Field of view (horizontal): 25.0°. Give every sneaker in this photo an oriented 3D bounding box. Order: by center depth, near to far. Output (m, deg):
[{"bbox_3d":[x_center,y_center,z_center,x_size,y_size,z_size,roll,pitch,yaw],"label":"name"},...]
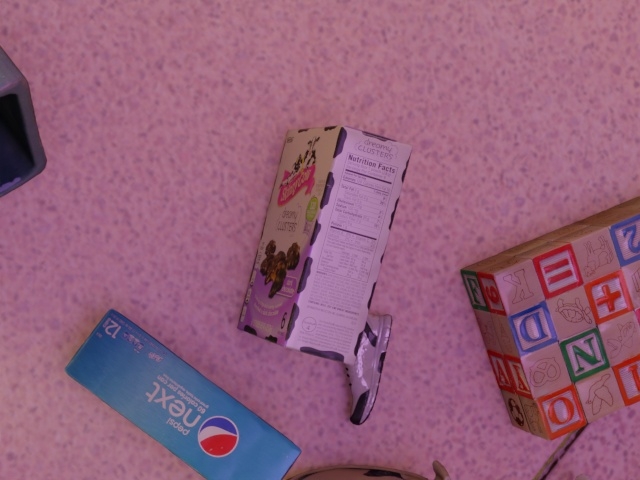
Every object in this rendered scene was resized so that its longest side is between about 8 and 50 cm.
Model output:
[{"bbox_3d":[0.038,0.121,1.373,0.044,0.040,0.109,11,86,0],"label":"sneaker"}]

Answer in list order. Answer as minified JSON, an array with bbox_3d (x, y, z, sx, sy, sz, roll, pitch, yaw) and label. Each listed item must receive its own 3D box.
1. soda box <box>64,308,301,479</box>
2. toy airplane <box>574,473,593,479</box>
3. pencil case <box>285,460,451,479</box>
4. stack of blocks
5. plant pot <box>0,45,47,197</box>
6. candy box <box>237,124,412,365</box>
[{"bbox_3d":[-0.120,0.151,1.278,0.210,0.067,0.071,36,82,5],"label":"soda box"},{"bbox_3d":[0.408,0.356,1.364,0.384,0.272,0.386,-21,66,-25],"label":"toy airplane"},{"bbox_3d":[0.035,0.408,1.316,0.183,0.160,0.410,2,92,-25],"label":"pencil case"},{"bbox_3d":[0.307,0.056,1.417,0.297,0.087,0.171,-22,98,-14],"label":"stack of blocks"},{"bbox_3d":[-0.394,-0.128,1.137,0.247,0.248,0.252,-32,82,-13],"label":"plant pot"},{"bbox_3d":[0.000,0.000,1.286,0.070,0.165,0.196,15,87,-17],"label":"candy box"}]
